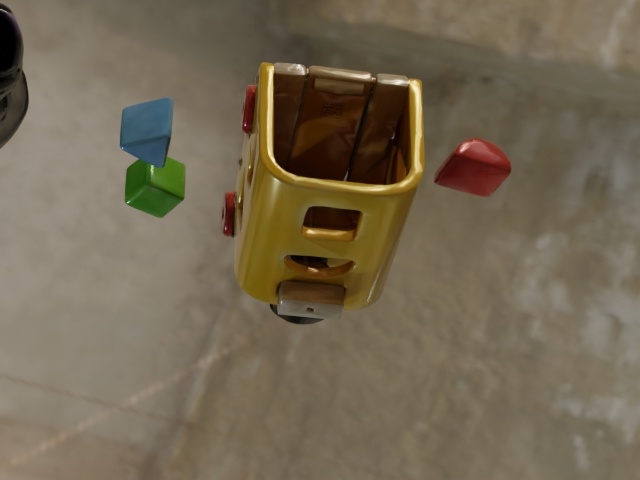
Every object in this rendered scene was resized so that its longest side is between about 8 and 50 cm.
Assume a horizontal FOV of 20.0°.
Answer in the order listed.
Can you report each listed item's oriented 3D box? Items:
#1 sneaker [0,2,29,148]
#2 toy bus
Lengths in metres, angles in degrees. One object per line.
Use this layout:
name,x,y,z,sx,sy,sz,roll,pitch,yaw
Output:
sneaker,-0.228,-0.099,1.147,0.283,0.124,0.107,-12,-92,-74
toy bus,-0.004,-0.007,1.021,0.202,0.191,0.104,38,-140,-40
